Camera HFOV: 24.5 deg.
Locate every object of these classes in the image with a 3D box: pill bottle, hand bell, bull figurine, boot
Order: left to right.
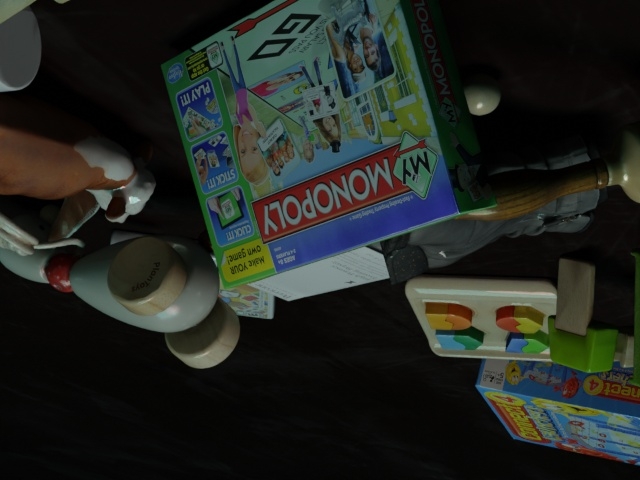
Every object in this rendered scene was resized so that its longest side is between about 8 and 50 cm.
[{"bbox_3d":[-0.341,-0.164,1.273,0.186,0.112,0.112,-1,158,24],"label":"pill bottle"},{"bbox_3d":[-0.299,-0.087,1.457,0.188,0.101,0.310,2,168,23],"label":"bull figurine"},{"bbox_3d":[0.153,-0.059,1.350,0.223,0.118,0.338,-15,170,2],"label":"boot"},{"bbox_3d":[0.222,-0.056,1.229,0.242,0.126,0.126,-12,163,-12],"label":"hand bell"}]

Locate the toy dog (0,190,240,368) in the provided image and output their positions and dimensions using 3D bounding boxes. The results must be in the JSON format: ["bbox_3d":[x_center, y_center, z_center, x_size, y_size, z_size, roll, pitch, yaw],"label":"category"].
[{"bbox_3d":[-0.219,0.005,1.670,0.333,0.161,0.220,28,162,17],"label":"toy dog"}]

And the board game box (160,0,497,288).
[{"bbox_3d":[-0.005,-0.092,1.214,0.046,0.213,0.317,-13,176,-39],"label":"board game box"}]

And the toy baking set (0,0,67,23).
[{"bbox_3d":[-0.308,-0.213,1.125,0.256,0.030,0.197,27,141,-9],"label":"toy baking set"}]

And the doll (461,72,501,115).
[{"bbox_3d":[0.075,-0.120,1.342,0.189,0.046,0.129,-5,161,31],"label":"doll"}]

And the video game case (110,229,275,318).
[{"bbox_3d":[-0.161,0.048,1.919,0.206,0.026,0.227,8,160,0],"label":"video game case"}]

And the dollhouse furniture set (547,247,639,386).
[{"bbox_3d":[0.441,0.072,1.717,0.301,0.151,0.197,-2,-173,-27],"label":"dollhouse furniture set"}]

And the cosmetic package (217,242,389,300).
[{"bbox_3d":[0.000,0.000,1.647,0.117,0.085,0.231,23,154,-35],"label":"cosmetic package"}]

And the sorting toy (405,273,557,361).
[{"bbox_3d":[0.217,0.108,1.894,0.193,0.038,0.208,2,152,16],"label":"sorting toy"}]

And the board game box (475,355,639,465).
[{"bbox_3d":[0.399,0.234,2.078,0.302,0.086,0.308,9,162,22],"label":"board game box"}]
